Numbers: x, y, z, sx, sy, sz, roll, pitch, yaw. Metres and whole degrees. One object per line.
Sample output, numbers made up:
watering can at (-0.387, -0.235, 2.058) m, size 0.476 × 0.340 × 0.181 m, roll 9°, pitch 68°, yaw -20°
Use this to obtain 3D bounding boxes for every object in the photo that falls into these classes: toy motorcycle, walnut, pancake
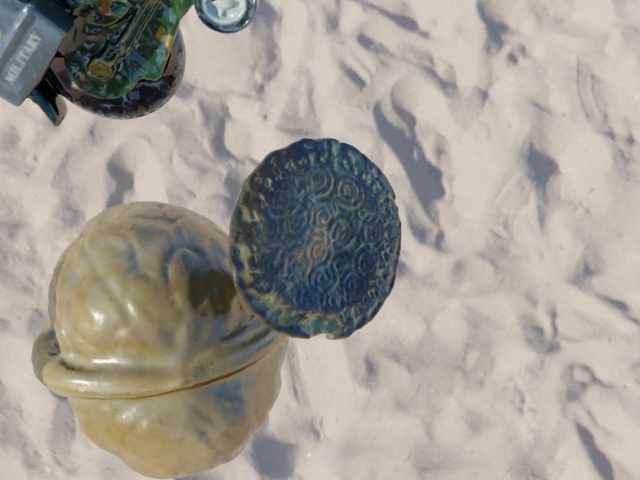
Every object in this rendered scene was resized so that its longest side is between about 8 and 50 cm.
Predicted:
toy motorcycle at (-0.094, -0.179, 0.349) m, size 0.187 × 0.274 × 0.124 m, roll 35°, pitch 27°, yaw -21°
walnut at (-0.163, 0.105, 0.829) m, size 0.285 × 0.285 × 0.296 m, roll -12°, pitch 105°, yaw -8°
pancake at (0.001, 0.000, 0.711) m, size 0.199 × 0.021 × 0.199 m, roll 2°, pitch 87°, yaw -34°
